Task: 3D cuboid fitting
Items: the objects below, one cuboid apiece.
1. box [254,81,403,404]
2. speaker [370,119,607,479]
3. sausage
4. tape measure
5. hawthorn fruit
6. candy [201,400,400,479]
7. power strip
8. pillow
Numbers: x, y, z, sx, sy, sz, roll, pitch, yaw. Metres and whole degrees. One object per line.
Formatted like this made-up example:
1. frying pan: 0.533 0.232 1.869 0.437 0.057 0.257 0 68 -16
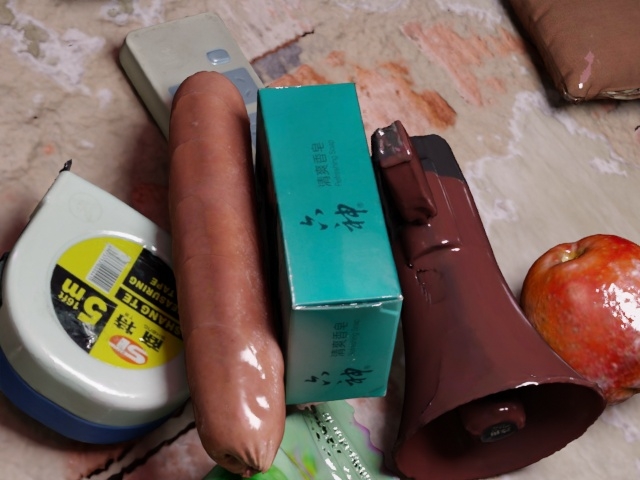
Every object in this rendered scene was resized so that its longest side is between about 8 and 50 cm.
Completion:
1. box: 0.000 0.000 1.076 0.092 0.153 0.245 -5 52 -7
2. speaker: 0.095 0.040 1.149 0.259 0.198 0.329 15 47 -49
3. sausage: -0.087 0.004 1.065 0.088 0.088 0.433 6 50 -20
4. tape measure: -0.129 0.099 1.087 0.351 0.098 0.215 32 45 -9
5. hawthorn fruit: 0.283 0.076 1.234 0.173 0.173 0.173 10 58 -17
6. candy: -0.043 0.274 0.988 0.398 0.172 0.263 -15 72 -42
7. power strip: -0.101 -0.121 1.258 0.118 0.046 0.270 -23 72 -31
8. pillow: 0.365 -0.301 1.521 0.308 0.108 0.305 -7 60 -28
